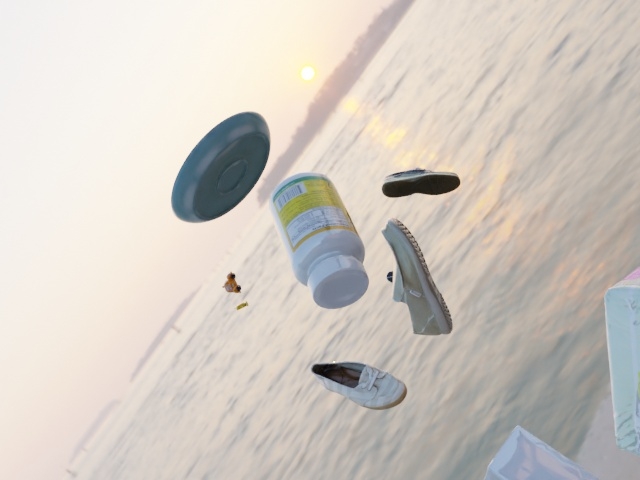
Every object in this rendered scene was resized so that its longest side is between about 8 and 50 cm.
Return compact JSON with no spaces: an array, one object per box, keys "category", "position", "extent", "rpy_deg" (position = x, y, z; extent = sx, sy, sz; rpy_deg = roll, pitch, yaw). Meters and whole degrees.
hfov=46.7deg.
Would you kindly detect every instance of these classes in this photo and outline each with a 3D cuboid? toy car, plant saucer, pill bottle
[{"category":"toy car","position":[-0.202,0.115,1.700],"extent":[0.040,0.060,0.122],"rpy_deg":[-25,23,-5]},{"category":"plant saucer","position":[-0.221,-0.161,1.757],"extent":[0.317,0.044,0.317],"rpy_deg":[-45,-19,-21]},{"category":"pill bottle","position":[0.000,0.000,1.139],"extent":[0.117,0.117,0.208],"rpy_deg":[-51,41,27]}]

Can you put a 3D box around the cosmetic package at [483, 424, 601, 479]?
[{"category":"cosmetic package","position":[0.499,0.577,1.700],"extent":[0.138,0.224,0.224],"rpy_deg":[-46,-26,-24]}]

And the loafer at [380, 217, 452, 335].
[{"category":"loafer","position":[0.182,0.083,1.519],"extent":[0.092,0.268,0.102],"rpy_deg":[-25,3,12]}]

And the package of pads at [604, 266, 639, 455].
[{"category":"package of pads","position":[0.579,0.190,1.262],"extent":[0.101,0.296,0.229],"rpy_deg":[3,16,43]}]

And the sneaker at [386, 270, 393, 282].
[{"category":"sneaker","position":[0.228,0.102,1.936],"extent":[0.044,0.109,0.040],"rpy_deg":[12,-85,-78]}]

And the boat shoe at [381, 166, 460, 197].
[{"category":"boat shoe","position":[0.195,-0.119,1.444],"extent":[0.049,0.152,0.056],"rpy_deg":[-85,-11,-45]}]

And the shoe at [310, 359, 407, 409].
[{"category":"shoe","position":[0.070,0.277,1.448],"extent":[0.219,0.058,0.076],"rpy_deg":[4,58,42]}]
